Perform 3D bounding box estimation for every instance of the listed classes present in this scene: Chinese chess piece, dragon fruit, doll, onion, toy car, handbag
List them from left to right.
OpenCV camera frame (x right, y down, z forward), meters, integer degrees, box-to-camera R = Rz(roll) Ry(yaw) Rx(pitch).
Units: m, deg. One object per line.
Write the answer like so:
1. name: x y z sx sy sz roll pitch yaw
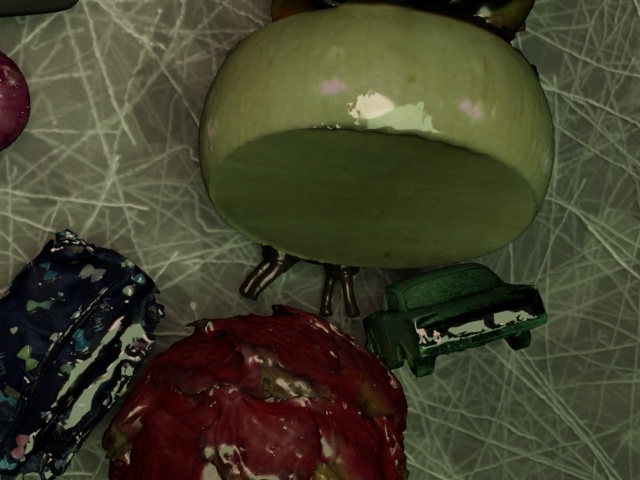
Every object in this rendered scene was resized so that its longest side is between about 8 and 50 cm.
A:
1. onion: -0.345 -0.141 1.792 0.104 0.115 0.115 5 100 -59
2. handbag: -0.272 0.124 1.815 0.260 0.162 0.113 -54 146 -2
3. dragon fruit: -0.059 0.221 1.811 0.329 0.329 0.329 -2 99 -13
4. doll: 0.000 0.000 1.913 0.139 0.057 0.165 16 86 -13
5. Chinese chess piece: 0.055 -0.097 1.735 0.349 0.349 0.146 11 64 -15
6. toy car: 0.131 0.077 1.822 0.141 0.321 0.097 -15 90 -9

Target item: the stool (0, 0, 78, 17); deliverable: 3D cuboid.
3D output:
1. stool: -0.315 -0.327 1.741 0.232 0.141 0.232 -2 100 -13

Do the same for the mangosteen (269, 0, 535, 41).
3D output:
1. mangosteen: 0.074 -0.373 1.731 0.381 0.421 0.381 0 55 -1
